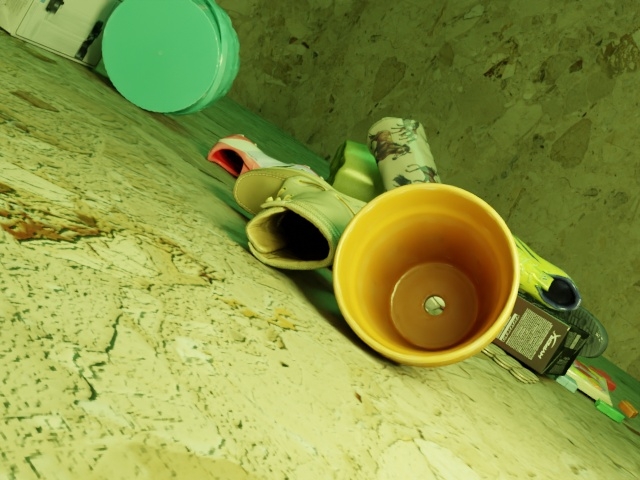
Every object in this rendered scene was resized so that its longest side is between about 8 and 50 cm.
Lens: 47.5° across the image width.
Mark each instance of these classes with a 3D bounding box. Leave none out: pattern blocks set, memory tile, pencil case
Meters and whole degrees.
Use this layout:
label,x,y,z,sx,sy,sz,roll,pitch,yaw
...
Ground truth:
label,x,y,z,sx,sy,sz,roll,pitch,yaw
pattern blocks set,0.604,0.311,1.676,0.285,0.026,0.325,32,14,-2
memory tile,0.325,0.211,1.323,0.148,0.012,0.113,39,9,27
pencil case,0.241,-0.113,1.835,0.183,0.160,0.410,37,33,-55

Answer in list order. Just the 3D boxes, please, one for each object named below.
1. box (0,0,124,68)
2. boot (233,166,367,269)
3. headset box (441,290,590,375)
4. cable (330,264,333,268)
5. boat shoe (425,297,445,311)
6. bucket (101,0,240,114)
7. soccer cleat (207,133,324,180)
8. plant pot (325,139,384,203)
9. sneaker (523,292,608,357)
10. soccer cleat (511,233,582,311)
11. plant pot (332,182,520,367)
label,x,y,z,sx,sy,sz,roll,pitch,yaw
box,-0.512,-0.461,1.444,0.087,0.169,0.290,35,7,10
boot,-0.050,-0.033,0.978,0.262,0.095,0.203,25,17,24
headset box,0.383,0.153,1.504,0.293,0.110,0.218,34,7,30
cable,0.000,0.000,1.165,0.184,0.047,0.150,29,9,-34
boat shoe,0.153,0.033,1.366,0.116,0.096,0.324,51,12,-34
bucket,-0.310,-0.395,1.527,0.281,0.281,0.183,33,15,-6
soccer cleat,-0.101,-0.124,1.397,0.248,0.083,0.095,31,37,13
plant pot,0.152,-0.162,2.099,0.253,0.276,0.276,20,10,-10
sneaker,0.626,0.209,1.803,0.131,0.112,0.319,21,9,-21
soccer cleat,0.429,0.059,1.524,0.289,0.093,0.121,30,7,-16
plant pot,0.132,0.059,0.883,0.205,0.205,0.188,37,-6,21
